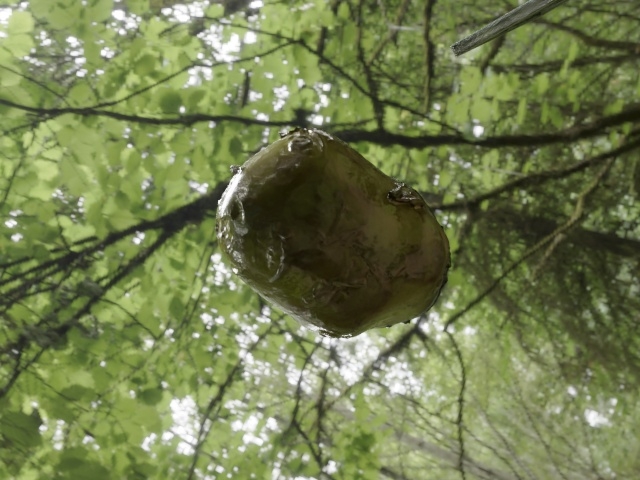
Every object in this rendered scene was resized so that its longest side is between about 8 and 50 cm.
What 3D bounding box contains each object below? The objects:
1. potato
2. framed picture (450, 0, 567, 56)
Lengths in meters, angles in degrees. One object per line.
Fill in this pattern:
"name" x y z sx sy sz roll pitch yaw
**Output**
"potato" 0.000 0.000 1.034 0.246 0.300 0.196 -61 -23 15
"framed picture" 0.353 -0.345 1.073 0.240 0.324 0.020 -32 -83 -40
